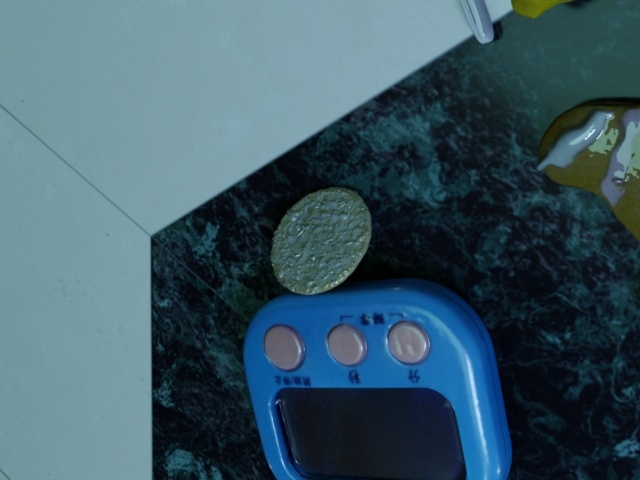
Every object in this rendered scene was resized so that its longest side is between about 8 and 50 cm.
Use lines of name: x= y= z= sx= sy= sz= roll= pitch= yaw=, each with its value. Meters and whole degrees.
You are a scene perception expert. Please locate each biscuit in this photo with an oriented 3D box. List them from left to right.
biscuit: x=0.000 y=0.000 z=1.081 sx=0.152 sy=0.020 sz=0.152 roll=-16 pitch=59 yaw=29
biscuit: x=0.431 y=0.004 z=0.850 sx=0.283 sy=0.064 sz=0.432 roll=-36 pitch=86 yaw=33

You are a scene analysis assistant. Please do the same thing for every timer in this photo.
timer: x=0.068 y=0.203 z=1.096 sx=0.340 sy=0.115 sz=0.308 roll=-6 pitch=100 yaw=32

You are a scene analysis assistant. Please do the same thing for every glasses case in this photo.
glasses case: x=0.168 y=-0.255 z=0.938 sx=0.021 sy=0.032 sz=0.083 roll=-19 pitch=97 yaw=32

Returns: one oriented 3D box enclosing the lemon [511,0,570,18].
lemon: x=0.231 y=-0.326 z=0.790 sx=0.187 sy=0.187 sz=0.244 roll=23 pitch=117 yaw=23
